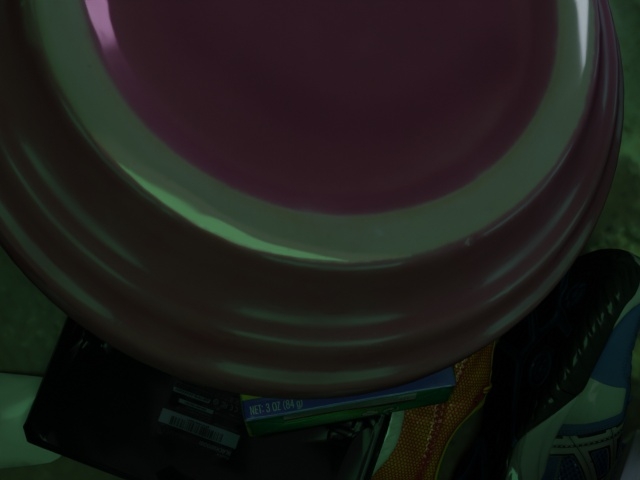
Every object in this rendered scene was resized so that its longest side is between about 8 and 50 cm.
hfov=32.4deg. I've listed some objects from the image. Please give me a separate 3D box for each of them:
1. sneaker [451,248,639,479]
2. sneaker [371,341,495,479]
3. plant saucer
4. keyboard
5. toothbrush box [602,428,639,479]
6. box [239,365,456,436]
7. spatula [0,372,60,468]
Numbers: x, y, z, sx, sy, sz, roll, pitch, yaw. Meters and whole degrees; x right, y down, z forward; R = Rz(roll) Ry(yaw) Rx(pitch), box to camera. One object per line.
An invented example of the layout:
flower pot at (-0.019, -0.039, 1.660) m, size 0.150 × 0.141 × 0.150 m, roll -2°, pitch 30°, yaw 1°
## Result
sneaker at (0.133, 0.105, 0.603) m, size 0.081 × 0.080 × 0.211 m, roll 18°, pitch 102°, yaw -15°
sneaker at (0.067, 0.054, 0.601) m, size 0.067 × 0.064 × 0.175 m, roll 19°, pitch 98°, yaw -28°
plant saucer at (-0.005, -0.098, 0.501) m, size 0.332 × 0.084 × 0.332 m, roll 4°, pitch 73°, yaw -12°
keyboard at (-0.055, 0.082, 0.571) m, size 0.180 × 0.023 × 0.108 m, roll 18°, pitch 81°, yaw 9°
toothbrush box at (0.159, 0.270, 0.515) m, size 0.206 × 0.122 × 0.283 m, roll 32°, pitch 109°, yaw 14°
box at (0.000, 0.000, 0.557) m, size 0.105 × 0.043 × 0.179 m, roll -10°, pitch 68°, yaw -3°
spatula at (-0.257, 0.153, 0.584) m, size 0.242 × 0.019 × 0.168 m, roll 0°, pitch 96°, yaw -4°
